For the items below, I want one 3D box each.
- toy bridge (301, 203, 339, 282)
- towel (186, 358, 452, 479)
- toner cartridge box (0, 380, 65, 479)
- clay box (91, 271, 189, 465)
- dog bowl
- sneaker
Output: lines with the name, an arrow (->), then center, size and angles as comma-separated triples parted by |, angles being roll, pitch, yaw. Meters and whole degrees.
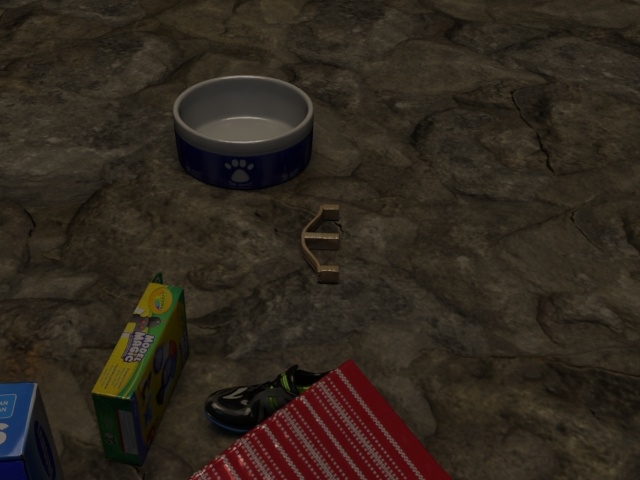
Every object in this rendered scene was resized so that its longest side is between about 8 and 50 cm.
toy bridge -> 0.000, 0.000, 1.258 | 0.063, 0.026, 0.188 | 1, 38, 0
towel -> 0.003, 0.277, 0.857 | 0.274, 0.031, 0.199 | -30, 72, -33
toner cartridge box -> -0.293, 0.269, 0.641 | 0.165, 0.348, 0.075 | -4, 37, -9
clay box -> -0.216, 0.154, 0.968 | 0.053, 0.128, 0.222 | 9, 39, 7
dog bowl -> -0.145, -0.212, 1.456 | 0.264, 0.104, 0.265 | 1, 38, -1
sneaker -> -0.055, 0.193, 0.968 | 0.188, 0.078, 0.067 | -6, 39, -10
